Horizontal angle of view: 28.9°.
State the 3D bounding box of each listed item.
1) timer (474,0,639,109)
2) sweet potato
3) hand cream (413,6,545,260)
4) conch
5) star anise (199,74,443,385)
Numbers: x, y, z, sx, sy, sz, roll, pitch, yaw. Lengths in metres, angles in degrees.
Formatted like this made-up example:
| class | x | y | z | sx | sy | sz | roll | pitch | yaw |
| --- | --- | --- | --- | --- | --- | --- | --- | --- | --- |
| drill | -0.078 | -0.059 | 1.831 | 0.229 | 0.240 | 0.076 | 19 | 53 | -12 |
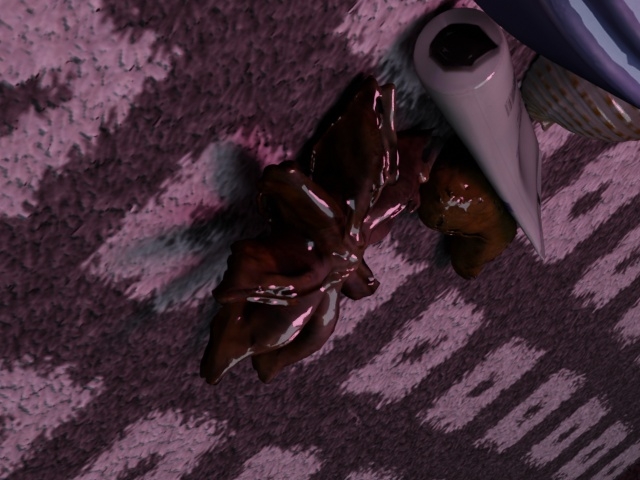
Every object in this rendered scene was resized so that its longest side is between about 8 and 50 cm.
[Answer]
| class | x | y | z | sx | sy | sz | roll | pitch | yaw |
| --- | --- | --- | --- | --- | --- | --- | --- | --- | --- |
| timer | 0.205 | -0.203 | 0.481 | 0.395 | 0.173 | 0.395 | -7 | 113 | -17 |
| sweet potato | 0.136 | -0.023 | 1.116 | 0.081 | 0.062 | 0.233 | -31 | 158 | 5 |
| hand cream | 0.152 | -0.085 | 1.004 | 0.067 | 0.109 | 0.321 | -6 | 158 | 21 |
| conch | 0.254 | -0.137 | 1.044 | 0.153 | 0.102 | 0.135 | -41 | 138 | 6 |
| star anise | 0.001 | 0.000 | 0.955 | 0.288 | 0.088 | 0.288 | -42 | 156 | -24 |
